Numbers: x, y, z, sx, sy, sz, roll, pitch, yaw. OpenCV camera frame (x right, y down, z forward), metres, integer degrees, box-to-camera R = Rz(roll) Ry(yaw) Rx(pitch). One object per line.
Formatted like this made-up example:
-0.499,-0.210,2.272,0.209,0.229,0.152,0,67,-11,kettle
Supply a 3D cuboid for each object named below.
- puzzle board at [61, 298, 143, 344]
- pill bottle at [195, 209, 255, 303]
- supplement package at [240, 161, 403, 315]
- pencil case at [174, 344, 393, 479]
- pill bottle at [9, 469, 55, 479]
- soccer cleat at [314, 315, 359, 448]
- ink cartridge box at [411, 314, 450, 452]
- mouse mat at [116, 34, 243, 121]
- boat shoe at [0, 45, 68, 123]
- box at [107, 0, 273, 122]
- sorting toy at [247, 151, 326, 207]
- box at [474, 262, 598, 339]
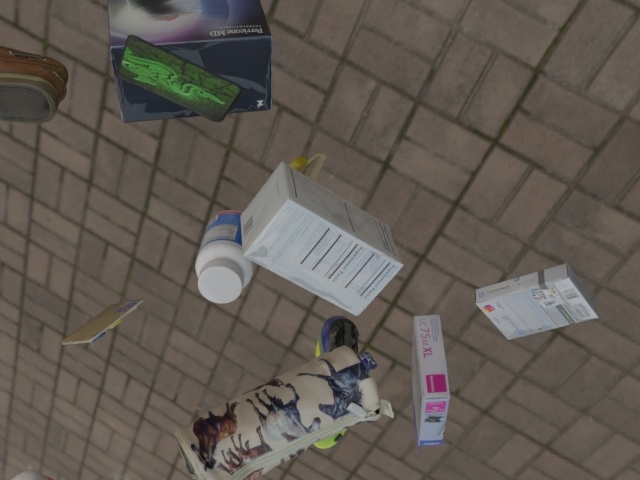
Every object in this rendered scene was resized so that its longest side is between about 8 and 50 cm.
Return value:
-0.318,0.121,1.078,0.128,0.096,0.011,-13,112,53,puzzle board
-0.200,0.037,1.585,0.124,0.221,0.124,1,121,1,pill bottle
0.000,0.000,1.279,0.244,0.139,0.134,30,114,-23,supplement package
-0.073,0.347,1.397,0.183,0.410,0.160,24,133,58,pencil case
-0.344,0.541,1.150,0.392,0.224,0.224,38,133,-25,pill bottle
0.027,0.311,1.639,0.093,0.289,0.121,10,175,-18,soccer cleat
0.229,0.313,1.570,0.065,0.185,0.311,-2,144,1,ink cartridge box
-0.228,-0.254,1.181,0.190,0.007,0.152,24,159,-15,mouse mat
-0.555,-0.257,1.160,0.307,0.104,0.110,11,138,-8,boat shoe
-0.261,-0.401,1.464,0.296,0.294,0.182,-8,139,-11,box
-0.088,-0.132,1.762,0.041,0.229,0.307,49,159,7,sorting toy
0.414,0.121,1.417,0.186,0.038,0.145,-22,131,31,box
